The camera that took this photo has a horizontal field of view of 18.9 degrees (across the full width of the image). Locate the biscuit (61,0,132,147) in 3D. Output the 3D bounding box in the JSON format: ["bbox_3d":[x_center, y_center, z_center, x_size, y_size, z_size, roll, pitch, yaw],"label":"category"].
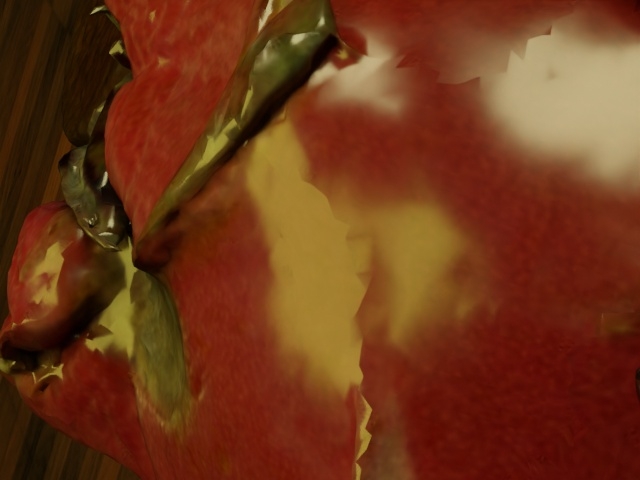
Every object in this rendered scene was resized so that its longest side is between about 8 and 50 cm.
[{"bbox_3d":[-0.048,-0.235,1.081,0.350,0.070,0.394,-95,28,-52],"label":"biscuit"}]

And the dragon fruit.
[{"bbox_3d":[0.046,0.018,0.503,0.305,0.226,0.305,-47,35,49],"label":"dragon fruit"}]

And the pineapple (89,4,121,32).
[{"bbox_3d":[-0.013,-0.207,0.709,0.344,0.286,0.209,-71,24,13],"label":"pineapple"}]
